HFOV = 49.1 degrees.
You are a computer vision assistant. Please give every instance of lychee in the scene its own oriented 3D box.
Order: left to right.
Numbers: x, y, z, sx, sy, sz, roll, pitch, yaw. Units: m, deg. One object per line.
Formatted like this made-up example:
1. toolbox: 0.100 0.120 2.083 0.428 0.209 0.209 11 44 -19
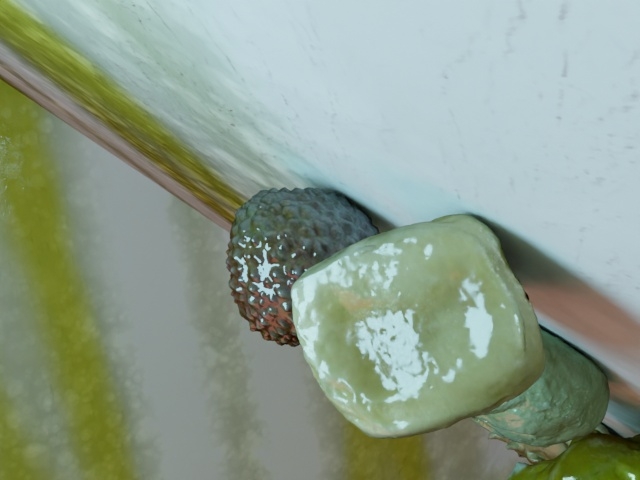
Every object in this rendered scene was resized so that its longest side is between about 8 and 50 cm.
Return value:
1. lychee: -0.007 0.034 0.692 0.197 0.165 0.165 48 175 4

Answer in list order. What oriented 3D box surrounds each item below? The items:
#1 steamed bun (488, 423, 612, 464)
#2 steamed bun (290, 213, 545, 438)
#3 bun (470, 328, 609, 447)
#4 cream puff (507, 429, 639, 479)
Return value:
1. steamed bun: 0.394 0.345 1.262 0.292 0.137 0.295 34 177 21
2. steamed bun: 0.087 0.057 0.535 0.155 0.172 0.141 -11 -101 -62
3. bun: 0.207 0.152 0.755 0.195 0.118 0.195 29 175 3
4. cream puff: 0.411 0.370 0.873 0.378 0.275 0.378 21 136 21
